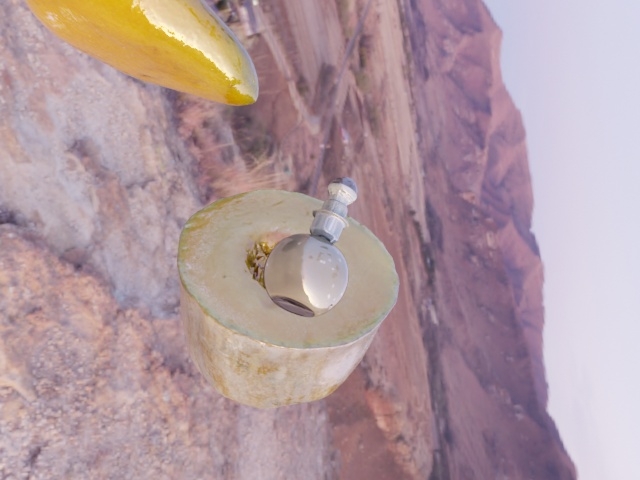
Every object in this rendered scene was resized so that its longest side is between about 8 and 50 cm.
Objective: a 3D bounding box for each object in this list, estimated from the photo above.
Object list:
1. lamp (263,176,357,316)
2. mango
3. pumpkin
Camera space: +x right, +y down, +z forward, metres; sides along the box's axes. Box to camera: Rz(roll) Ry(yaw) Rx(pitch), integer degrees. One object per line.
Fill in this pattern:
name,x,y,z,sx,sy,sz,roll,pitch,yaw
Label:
lamp,0.000,0.000,0.710,0.163,0.091,0.091,-67,154,-19
mango,-0.206,-0.250,0.736,0.119,0.317,0.176,-60,-178,-21
pumpkin,-0.066,0.091,1.007,0.332,0.333,0.199,-83,-173,-47
